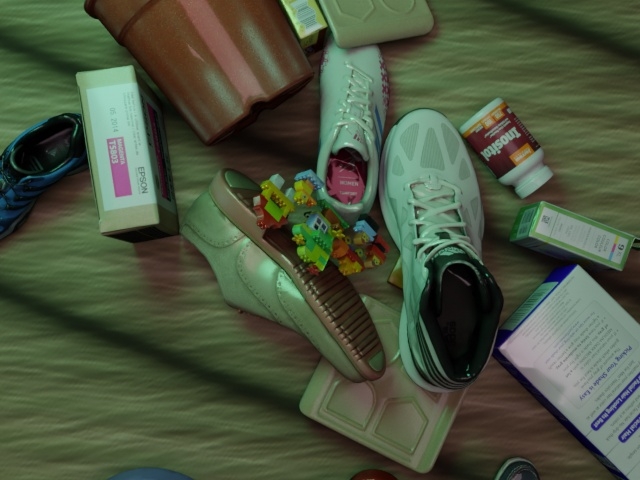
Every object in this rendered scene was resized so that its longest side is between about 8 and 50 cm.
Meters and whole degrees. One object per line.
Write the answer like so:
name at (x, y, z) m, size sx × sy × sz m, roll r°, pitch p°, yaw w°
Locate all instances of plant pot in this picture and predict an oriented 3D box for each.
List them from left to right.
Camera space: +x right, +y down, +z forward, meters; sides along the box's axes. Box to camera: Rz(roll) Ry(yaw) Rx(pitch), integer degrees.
plant pot at (-0.160, -0.302, 1.162) m, size 0.272 × 0.272 × 0.265 m, roll -34°, pitch 96°, yaw -4°

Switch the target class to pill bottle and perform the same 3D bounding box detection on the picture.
pill bottle at (0.299, -0.145, 1.239) m, size 0.086 × 0.086 × 0.152 m, roll -39°, pitch 88°, yaw -4°

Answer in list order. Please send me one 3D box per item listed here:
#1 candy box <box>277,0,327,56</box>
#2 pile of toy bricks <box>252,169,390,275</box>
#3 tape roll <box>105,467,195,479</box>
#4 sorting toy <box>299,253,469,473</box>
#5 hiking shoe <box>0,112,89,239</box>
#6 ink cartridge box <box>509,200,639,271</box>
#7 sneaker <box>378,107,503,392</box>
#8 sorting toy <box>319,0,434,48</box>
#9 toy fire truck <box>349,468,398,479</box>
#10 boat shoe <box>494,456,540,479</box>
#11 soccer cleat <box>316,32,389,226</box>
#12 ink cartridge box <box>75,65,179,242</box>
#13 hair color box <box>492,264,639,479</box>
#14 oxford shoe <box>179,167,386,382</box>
candy box at (-0.054, -0.392, 1.232) m, size 0.053 × 0.109 × 0.186 m, roll -28°, pitch 88°, yaw -6°
pile of toy bricks at (0.000, 0.000, 1.125) m, size 0.212 × 0.118 × 0.105 m, roll 45°, pitch 54°, yaw -28°
tape roll at (-0.268, 0.493, 1.178) m, size 0.275 × 0.090 × 0.274 m, roll 0°, pitch 87°, yaw -1°
sorting toy at (0.131, 0.183, 1.239) m, size 0.229 × 0.041 × 0.307 m, roll 27°, pitch 80°, yaw 1°
hiking shoe at (-0.472, -0.101, 1.188) m, size 0.304 × 0.132 × 0.113 m, roll -41°, pitch 88°, yaw -4°
ink cartridge box at (0.417, 0.006, 1.222) m, size 0.209 × 0.109 × 0.062 m, roll 20°, pitch 86°, yaw -1°
sneaker at (0.193, -0.007, 1.123) m, size 0.169 × 0.257 × 0.447 m, roll -4°, pitch 80°, yaw -5°
sorting toy at (0.068, -0.412, 1.242) m, size 0.193 × 0.038 × 0.208 m, roll -17°, pitch 84°, yaw -28°
toy fire truck at (0.103, 0.511, 1.164) m, size 0.302 × 0.169 × 0.253 m, roll 21°, pitch 104°, yaw 1°
boat shoe at (0.301, 0.469, 1.202) m, size 0.095 × 0.079 × 0.254 m, roll 14°, pitch 86°, yaw -1°
soccer cleat at (0.053, -0.186, 1.205) m, size 0.116 × 0.143 × 0.331 m, roll 2°, pitch 86°, yaw -2°
ink cartridge box at (-0.282, -0.121, 1.165) m, size 0.088 × 0.193 × 0.234 m, roll -9°, pitch 87°, yaw -2°
hair color box at (0.443, 0.220, 1.210) m, size 0.185 × 0.110 × 0.339 m, roll -45°, pitch 87°, yaw -5°
oxford shoe at (-0.058, 0.076, 1.200) m, size 0.146 × 0.140 × 0.397 m, roll -44°, pitch 78°, yaw 20°
